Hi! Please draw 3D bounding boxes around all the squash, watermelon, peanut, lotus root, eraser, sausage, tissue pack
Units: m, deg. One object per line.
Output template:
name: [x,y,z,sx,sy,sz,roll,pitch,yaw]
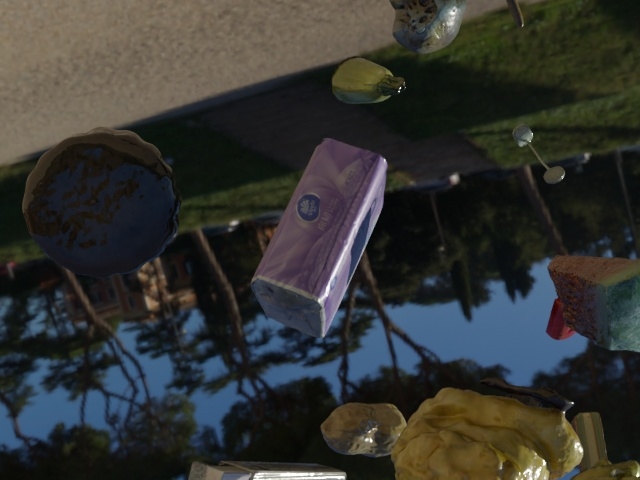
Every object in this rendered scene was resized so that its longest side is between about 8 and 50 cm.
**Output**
squash: [0.116,-0.405,2.172,0.137,0.137,0.287,-17,-165,-12]
watermelon: [0.497,0.106,1.555,0.140,0.192,0.257,-24,-156,-16]
peanut: [0.132,0.492,2.232,0.159,0.142,0.291,-13,161,34]
lotus root: [0.208,-0.444,1.633,0.140,0.158,0.322,-8,-164,12]
eraser: [-0.103,0.512,1.764,0.098,0.096,0.404,6,172,38]
sausage: [0.468,-0.583,2.094,0.024,0.132,0.024,-25,-164,8]
tissue pack: [0.000,0.000,1.697,0.160,0.338,0.242,21,158,11]

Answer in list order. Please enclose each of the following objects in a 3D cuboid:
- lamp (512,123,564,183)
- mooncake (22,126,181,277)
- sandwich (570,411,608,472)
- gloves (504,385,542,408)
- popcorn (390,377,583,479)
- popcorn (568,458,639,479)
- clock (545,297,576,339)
lamp: [0.534,-0.211,2.098,0.050,0.056,0.198,-31,-139,7]
mooncake: [-0.414,-0.078,1.656,0.291,0.290,0.161,-16,-166,-7]
sandwich: [0.736,0.564,2.324,0.080,0.113,0.163,-2,-143,-4]
gloves: [0.525,0.461,2.132,0.106,0.180,0.129,-43,158,11]
popcorn: [0.332,0.426,1.673,0.381,0.349,0.349,-49,180,11]
popcorn: [0.397,0.415,1.156,0.259,0.259,0.212,-13,-144,23]
clock: [0.542,0.145,1.817,0.113,0.061,0.155,-38,153,-17]
